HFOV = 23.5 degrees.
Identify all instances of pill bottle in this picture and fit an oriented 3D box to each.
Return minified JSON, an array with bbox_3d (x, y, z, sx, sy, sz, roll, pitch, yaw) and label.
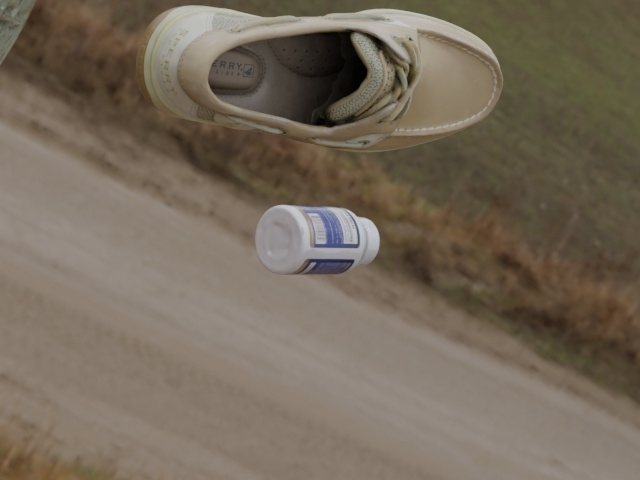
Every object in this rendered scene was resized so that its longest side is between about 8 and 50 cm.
[{"bbox_3d":[0.000,0.000,1.484,0.120,0.067,0.067,1,35,-48],"label":"pill bottle"}]

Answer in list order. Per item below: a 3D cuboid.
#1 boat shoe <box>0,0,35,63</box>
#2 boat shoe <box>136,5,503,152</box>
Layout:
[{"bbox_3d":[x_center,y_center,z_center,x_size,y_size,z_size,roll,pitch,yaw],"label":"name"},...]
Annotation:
[{"bbox_3d":[-0.215,-0.165,0.704,0.156,0.500,0.187,33,44,2],"label":"boat shoe"},{"bbox_3d":[0.022,-0.113,1.103,0.302,0.109,0.098,2,12,-34],"label":"boat shoe"}]
